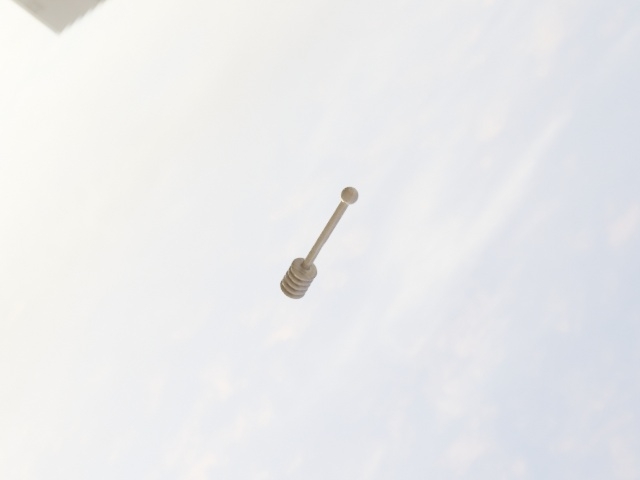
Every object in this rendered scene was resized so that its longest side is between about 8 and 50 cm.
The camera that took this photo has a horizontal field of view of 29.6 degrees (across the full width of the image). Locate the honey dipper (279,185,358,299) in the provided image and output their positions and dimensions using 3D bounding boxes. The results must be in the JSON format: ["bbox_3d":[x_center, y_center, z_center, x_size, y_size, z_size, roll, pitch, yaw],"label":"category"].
[{"bbox_3d":[0.000,0.000,1.223,0.030,0.030,0.161,-86,-161,-45],"label":"honey dipper"}]
